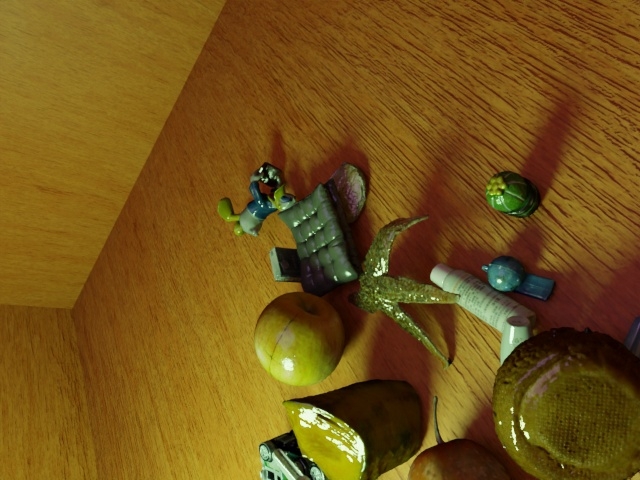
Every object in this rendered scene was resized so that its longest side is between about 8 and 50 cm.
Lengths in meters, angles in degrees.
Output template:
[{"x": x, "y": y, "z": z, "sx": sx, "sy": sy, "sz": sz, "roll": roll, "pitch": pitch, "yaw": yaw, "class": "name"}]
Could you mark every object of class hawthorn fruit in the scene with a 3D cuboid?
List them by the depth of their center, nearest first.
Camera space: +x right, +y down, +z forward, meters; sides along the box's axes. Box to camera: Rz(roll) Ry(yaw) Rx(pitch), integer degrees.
[{"x": 0.299, "y": 0.549, "z": 1.041, "sx": 0.235, "sy": 0.231, "sz": 0.263, "roll": -56, "pitch": 9, "yaw": 11, "class": "hawthorn fruit"}]

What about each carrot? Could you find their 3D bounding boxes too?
[{"x": 0.082, "y": 0.487, "z": 1.220, "sx": 0.241, "sy": 0.340, "sz": 0.242, "roll": 6, "pitch": 98, "yaw": 54, "class": "carrot"}]

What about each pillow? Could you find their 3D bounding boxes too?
[{"x": 0.000, "y": 0.000, "z": 1.514, "sx": 0.228, "sy": 0.101, "sz": 0.327, "roll": -33, "pitch": 69, "yaw": 42, "class": "pillow"}]

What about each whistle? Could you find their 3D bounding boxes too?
[{"x": 0.437, "y": 0.080, "z": 1.088, "sx": 0.157, "sy": 0.090, "sz": 0.091, "roll": 17, "pitch": 93, "yaw": 47, "class": "whistle"}]

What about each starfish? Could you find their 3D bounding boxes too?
[{"x": 0.201, "y": 0.126, "z": 1.239, "sx": 0.383, "sy": 0.132, "sz": 0.399, "roll": 39, "pitch": 134, "yaw": 36, "class": "starfish"}]

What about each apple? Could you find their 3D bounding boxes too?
[{"x": -0.062, "y": 0.286, "z": 1.429, "sx": 0.286, "sy": 0.285, "sz": 0.233, "roll": 34, "pitch": 116, "yaw": 45, "class": "apple"}]

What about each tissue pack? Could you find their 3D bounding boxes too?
[{"x": -0.086, "y": 0.082, "z": 1.592, "sx": 0.051, "sy": 0.156, "sz": 0.113, "roll": -43, "pitch": 52, "yaw": 41, "class": "tissue pack"}]

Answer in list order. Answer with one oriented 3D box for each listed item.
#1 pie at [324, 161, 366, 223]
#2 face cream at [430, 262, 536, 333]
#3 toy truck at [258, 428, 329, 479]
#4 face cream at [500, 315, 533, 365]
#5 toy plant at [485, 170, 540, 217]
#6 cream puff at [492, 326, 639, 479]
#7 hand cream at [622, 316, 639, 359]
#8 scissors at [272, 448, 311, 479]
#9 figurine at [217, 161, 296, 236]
[{"x": 0.070, "y": -0.137, "z": 1.557, "sx": 0.218, "sy": 0.052, "sz": 0.185, "roll": -50, "pitch": 48, "yaw": 24, "class": "pie"}, {"x": 0.375, "y": 0.135, "z": 1.149, "sx": 0.269, "sy": 0.081, "sz": 0.082, "roll": 38, "pitch": 108, "yaw": 45, "class": "face cream"}, {"x": -0.024, "y": 0.668, "z": 1.382, "sx": 0.363, "sy": 0.176, "sz": 0.178, "roll": 0, "pitch": 92, "yaw": 45, "class": "toy truck"}, {"x": 0.423, "y": 0.247, "z": 1.030, "sx": 0.072, "sy": 0.051, "sz": 0.182, "roll": -2, "pitch": 115, "yaw": 21, "class": "face cream"}, {"x": 0.431, "y": -0.105, "z": 1.088, "sx": 0.092, "sy": 0.162, "sz": 0.093, "roll": -12, "pitch": 74, "yaw": 45, "class": "toy plant"}, {"x": 0.469, "y": 0.308, "z": 0.910, "sx": 0.302, "sy": 0.212, "sz": 0.304, "roll": 1, "pitch": 95, "yaw": 12, "class": "cream puff"}, {"x": 0.673, "y": 0.220, "z": 0.845, "sx": 0.256, "sy": 0.055, "sz": 0.088, "roll": 25, "pitch": 94, "yaw": 53, "class": "hand cream"}, {"x": -0.042, "y": 0.650, "z": 1.267, "sx": 0.242, "sy": 0.030, "sz": 0.118, "roll": 47, "pitch": 125, "yaw": 16, "class": "scissors"}, {"x": -0.182, "y": -0.143, "z": 1.781, "sx": 0.338, "sy": 0.204, "sz": 0.284, "roll": 10, "pitch": 80, "yaw": 35, "class": "figurine"}]
